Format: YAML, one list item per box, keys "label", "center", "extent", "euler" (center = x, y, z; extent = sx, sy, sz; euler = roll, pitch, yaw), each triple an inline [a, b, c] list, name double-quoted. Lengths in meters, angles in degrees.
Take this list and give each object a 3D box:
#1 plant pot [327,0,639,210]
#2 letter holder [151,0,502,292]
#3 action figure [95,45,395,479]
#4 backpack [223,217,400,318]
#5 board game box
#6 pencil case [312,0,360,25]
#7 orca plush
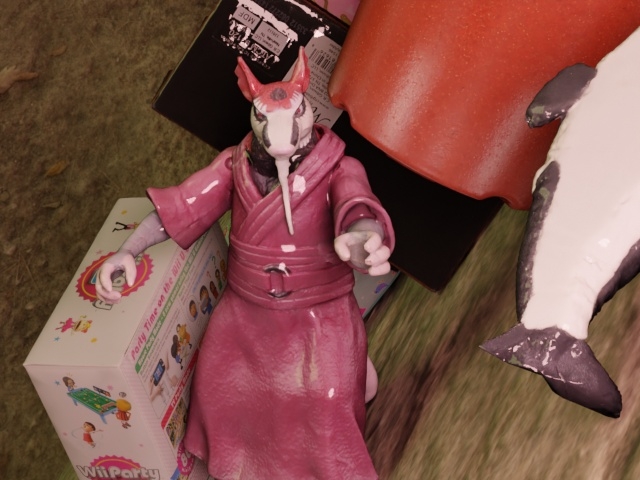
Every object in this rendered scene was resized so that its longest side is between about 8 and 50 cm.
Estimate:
- label: "plant pot"
  center: [0.148, -0.184, 1.329]
  extent: [0.265, 0.272, 0.272]
  euler: [-62, 6, 20]
- label: "letter holder"
  center: [0.017, -0.116, 1.597]
  extent: [0.152, 0.302, 0.214]
  euler: [-56, 8, 9]
- label: "action figure"
  center: [-0.010, 0.024, 1.377]
  extent: [0.275, 0.248, 0.370]
  euler: [-30, -53, -57]
- label: "backpack"
  center: [-0.022, 0.032, 1.767]
  extent: [0.188, 0.144, 0.166]
  euler: [-62, 38, 21]
- label: "board game box"
  center: [-0.131, 0.145, 1.558]
  extent: [0.224, 0.097, 0.303]
  euler: [-66, -32, -46]
- label: "pencil case"
  center: [0.037, -0.226, 1.779]
  extent: [0.160, 0.167, 0.386]
  euler: [-26, -8, -37]
- label: "orca plush"
  center: [0.199, -0.014, 1.059]
  extent: [0.151, 0.102, 0.287]
  euler: [0, 55, 24]
